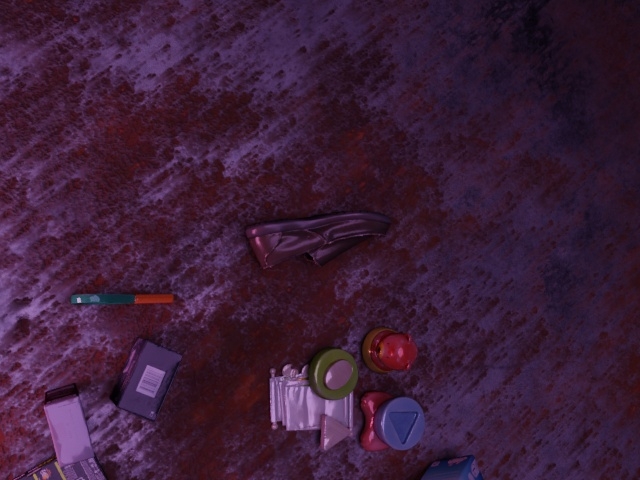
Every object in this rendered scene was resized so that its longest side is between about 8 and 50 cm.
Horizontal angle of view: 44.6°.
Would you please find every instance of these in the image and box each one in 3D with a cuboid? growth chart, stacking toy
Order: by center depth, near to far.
[{"bbox_3d":[0.129,0.379,1.919,0.279,0.130,0.309,-6,88,-28],"label":"stacking toy"},{"bbox_3d":[-0.019,0.396,1.938,0.237,0.021,0.172,8,83,-19],"label":"growth chart"}]

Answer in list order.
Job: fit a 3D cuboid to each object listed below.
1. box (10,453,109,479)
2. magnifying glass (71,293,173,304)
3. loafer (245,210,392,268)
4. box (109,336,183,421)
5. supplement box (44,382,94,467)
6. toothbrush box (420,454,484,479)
[{"bbox_3d":[-0.557,0.568,1.720,0.184,0.045,0.190,-28,96,-17],"label":"box"},{"bbox_3d":[-0.450,0.133,1.778,0.231,0.092,0.026,4,80,-30],"label":"magnifying glass"},{"bbox_3d":[0.000,0.000,1.930,0.366,0.134,0.130,-7,92,-10],"label":"loafer"},{"bbox_3d":[-0.390,0.306,1.738,0.093,0.158,0.156,26,77,-17],"label":"box"},{"bbox_3d":[-0.530,0.382,1.638,0.073,0.239,0.130,-14,90,-19],"label":"supplement box"},{"bbox_3d":[0.318,0.694,1.900,0.295,0.126,0.216,-31,99,-61],"label":"toothbrush box"}]
